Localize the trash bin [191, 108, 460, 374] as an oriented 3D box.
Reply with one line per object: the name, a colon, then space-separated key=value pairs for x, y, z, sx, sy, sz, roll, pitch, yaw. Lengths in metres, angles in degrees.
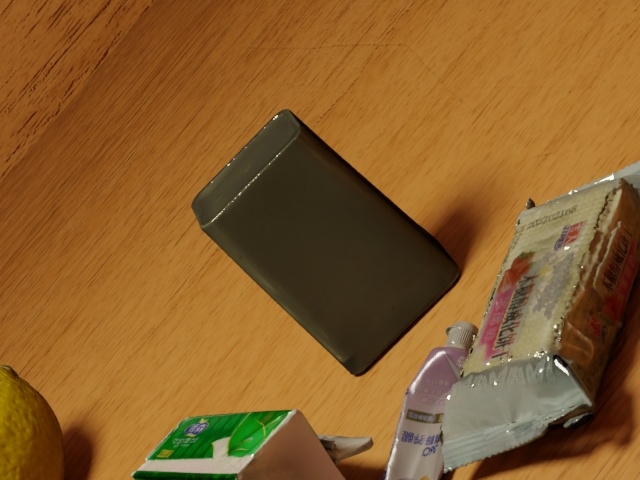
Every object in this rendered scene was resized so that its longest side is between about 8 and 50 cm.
trash bin: x=0.000 y=0.000 z=1.870 sx=0.164 sy=0.240 sz=0.122 roll=-46 pitch=21 yaw=6

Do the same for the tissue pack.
tissue pack: x=-0.052 y=0.235 z=1.705 sx=0.156 sy=0.148 sz=0.209 roll=-45 pitch=18 yaw=-29

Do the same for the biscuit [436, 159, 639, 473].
biscuit: x=0.216 y=0.064 z=1.597 sx=0.186 sy=0.079 sz=0.309 roll=-23 pitch=31 yaw=48

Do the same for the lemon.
lemon: x=-0.444 y=0.286 z=2.192 sx=0.267 sy=0.267 sz=0.267 roll=-38 pitch=24 yaw=21

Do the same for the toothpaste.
toothpaste: x=0.089 y=0.203 z=1.641 sx=0.075 sy=0.048 sz=0.301 roll=-14 pitch=42 yaw=47
